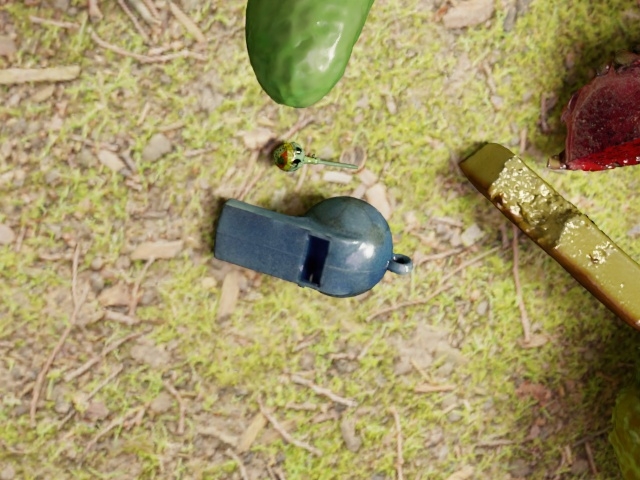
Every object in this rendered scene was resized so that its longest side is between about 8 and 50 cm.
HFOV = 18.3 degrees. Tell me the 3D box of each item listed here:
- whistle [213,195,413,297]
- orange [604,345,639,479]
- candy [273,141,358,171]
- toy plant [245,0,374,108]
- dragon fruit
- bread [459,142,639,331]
[{"bbox_3d":[0.000,0.000,1.611,0.158,0.090,0.090,18,110,10],"label":"whistle"},{"bbox_3d":[0.406,0.162,1.791,0.300,0.223,0.301,-21,136,2],"label":"orange"},{"bbox_3d":[-0.002,-0.065,1.605,0.083,0.023,0.025,5,96,-35],"label":"candy"},{"bbox_3d":[0.043,-0.297,1.417,0.356,0.210,0.317,-28,90,-7],"label":"toy plant"},{"bbox_3d":[0.260,-0.119,1.665,0.102,0.147,0.096,-9,79,-43],"label":"dragon fruit"},{"bbox_3d":[0.215,-0.001,1.701,0.049,0.088,0.226,-48,126,4],"label":"bread"}]
